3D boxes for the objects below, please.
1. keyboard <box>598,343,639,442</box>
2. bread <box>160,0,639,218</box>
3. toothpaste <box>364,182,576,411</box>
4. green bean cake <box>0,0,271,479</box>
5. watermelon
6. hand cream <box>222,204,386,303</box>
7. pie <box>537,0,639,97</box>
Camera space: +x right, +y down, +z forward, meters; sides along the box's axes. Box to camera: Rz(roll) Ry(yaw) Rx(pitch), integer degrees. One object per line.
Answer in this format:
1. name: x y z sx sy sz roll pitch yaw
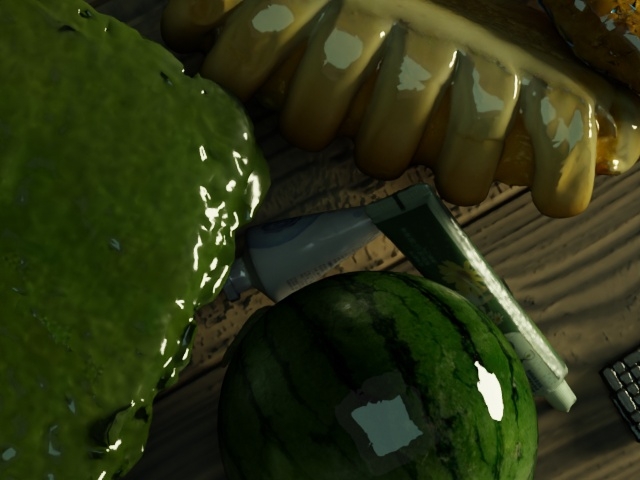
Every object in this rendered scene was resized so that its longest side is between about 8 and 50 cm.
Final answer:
1. keyboard: 0.280 0.063 1.048 0.195 0.018 0.060 -31 83 -8
2. bread: 0.051 -0.103 0.981 0.311 0.173 0.121 22 115 -1
3. toothpaste: 0.104 0.041 0.989 0.204 0.049 0.031 49 38 -27
4. green bean cake: -0.227 0.011 0.903 0.335 0.218 0.319 34 67 -18
5. watermelon: 0.029 0.103 0.944 0.188 0.188 0.214 -30 56 -7
6. hand cream: 0.000 0.000 1.009 0.142 0.084 0.053 -24 88 2
7. pie: 0.232 -0.179 0.998 0.273 0.069 0.273 14 48 -16
